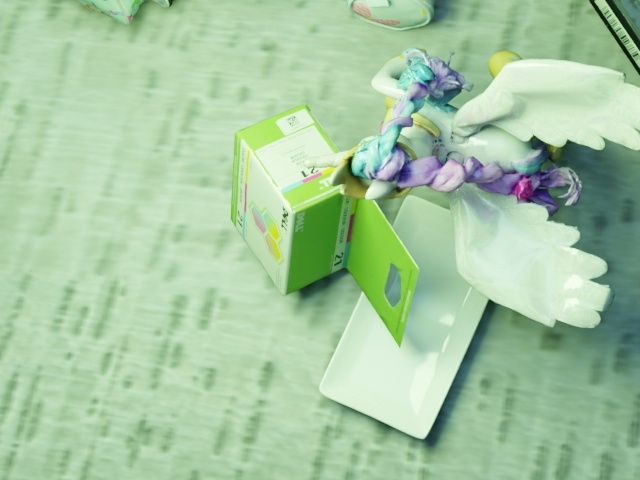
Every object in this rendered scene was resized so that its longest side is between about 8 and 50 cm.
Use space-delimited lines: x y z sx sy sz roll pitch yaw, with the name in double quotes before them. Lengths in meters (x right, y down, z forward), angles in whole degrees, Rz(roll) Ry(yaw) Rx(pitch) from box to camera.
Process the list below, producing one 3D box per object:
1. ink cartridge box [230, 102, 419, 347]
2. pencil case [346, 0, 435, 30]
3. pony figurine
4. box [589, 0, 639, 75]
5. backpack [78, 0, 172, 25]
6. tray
"ink cartridge box" 0.000 0.000 1.579 0.097 0.189 0.255 -24 62 -19
"pencil case" 0.108 -0.406 1.732 0.113 0.124 0.273 8 78 9
"pony figurine" 0.187 -0.099 1.528 0.351 0.363 0.303 14 116 10
"box" 0.476 -0.317 1.584 0.294 0.183 0.296 -34 91 7
"backpack" -0.291 -0.411 1.734 0.253 0.225 0.191 36 78 18
"tray" 0.117 0.091 1.653 0.145 0.030 0.270 23 80 12
